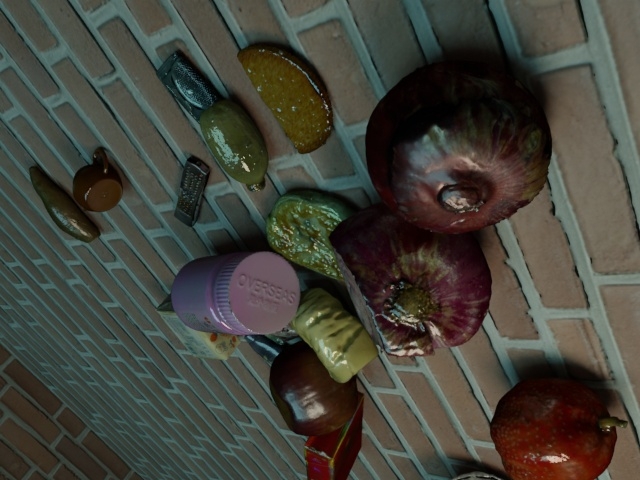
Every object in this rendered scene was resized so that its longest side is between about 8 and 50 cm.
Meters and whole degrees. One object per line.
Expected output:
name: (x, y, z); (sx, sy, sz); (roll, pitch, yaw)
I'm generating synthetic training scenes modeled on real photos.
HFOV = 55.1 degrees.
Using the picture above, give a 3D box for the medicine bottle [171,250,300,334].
medicine bottle: (-0.189, 0.115, 1.326); (0.178, 0.178, 0.291); (51, 149, -20)

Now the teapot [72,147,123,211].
teapot: (-0.519, -0.132, 1.411); (0.116, 0.116, 0.173); (26, 116, 12)

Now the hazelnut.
hazelnut: (-0.014, 0.343, 1.471); (0.230, 0.229, 0.229); (21, 141, 18)

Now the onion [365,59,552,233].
onion: (0.181, -0.115, 0.821); (0.247, 0.190, 0.246); (7, 134, 7)

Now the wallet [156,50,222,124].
wallet: (-0.234, -0.269, 1.099); (0.129, 0.026, 0.088); (48, 141, -18)

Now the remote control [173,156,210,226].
remote control: (-0.278, -0.100, 1.318); (0.059, 0.028, 0.212); (37, 143, 3)

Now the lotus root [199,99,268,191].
lotus root: (-0.144, -0.163, 1.092); (0.091, 0.077, 0.182); (-26, 118, 2)

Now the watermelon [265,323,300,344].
watermelon: (-0.095, 0.189, 1.466); (0.139, 0.071, 0.187); (8, 135, 25)

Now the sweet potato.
sweet potato: (-0.680, -0.085, 1.599); (0.077, 0.077, 0.243); (-14, 123, 45)

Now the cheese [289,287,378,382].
cheese: (0.017, 0.202, 1.318); (0.214, 0.117, 0.226); (48, 166, 2)

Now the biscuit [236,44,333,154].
biscuit: (-0.042, -0.233, 0.993); (0.126, 0.025, 0.206); (-7, 128, 42)

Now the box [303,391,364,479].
box: (0.039, 0.554, 1.652); (0.089, 0.197, 0.313); (20, 140, 19)

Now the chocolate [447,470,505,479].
chocolate: (0.393, 0.740, 1.556); (0.304, 0.303, 0.213); (23, 167, 15)

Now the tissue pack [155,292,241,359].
tissue pack: (-0.330, 0.229, 1.663); (0.148, 0.092, 0.196); (-3, 131, 39)

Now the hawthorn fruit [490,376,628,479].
hawthorn fruit: (0.444, 0.351, 1.126); (0.253, 0.205, 0.205); (-21, 117, 42)

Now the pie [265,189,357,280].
pie: (0.000, 0.000, 1.195); (0.241, 0.054, 0.240); (19, 140, 17)

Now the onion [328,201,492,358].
onion: (0.153, 0.052, 1.006); (0.231, 0.272, 0.256); (-20, 124, 2)

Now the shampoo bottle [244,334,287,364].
shampoo bottle: (-0.098, 0.313, 1.613); (0.234, 0.049, 0.087); (41, 140, -8)
